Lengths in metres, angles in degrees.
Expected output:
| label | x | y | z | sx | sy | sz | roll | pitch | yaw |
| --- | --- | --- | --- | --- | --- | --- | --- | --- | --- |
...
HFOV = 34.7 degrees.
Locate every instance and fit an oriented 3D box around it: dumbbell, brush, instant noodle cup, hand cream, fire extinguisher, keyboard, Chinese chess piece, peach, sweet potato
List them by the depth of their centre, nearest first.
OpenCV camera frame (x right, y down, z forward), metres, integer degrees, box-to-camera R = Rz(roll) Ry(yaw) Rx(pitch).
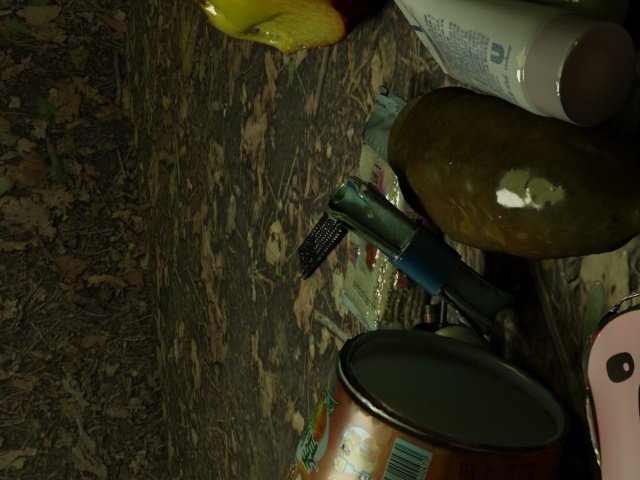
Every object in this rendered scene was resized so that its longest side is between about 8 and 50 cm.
| label | x | y | z | sx | sy | sz | roll | pitch | yaw |
| --- | --- | --- | --- | --- | --- | --- | --- | --- | --- |
| hand cream | 0.151 | -0.163 | 0.875 | 0.248 | 0.083 | 0.133 | 34 | 167 | 51 |
| sweet potato | 0.178 | -0.059 | 0.937 | 0.369 | 0.158 | 0.158 | -152 | 63 | -69 |
| instant noodle cup | 0.103 | 0.232 | 0.997 | 0.296 | 0.296 | 0.214 | -128 | 50 | -60 |
| brush | 0.195 | 0.015 | 1.082 | 0.019 | 0.021 | 0.083 | 135 | 131 | -60 |
| Chinese chess piece | 0.149 | 0.134 | 1.119 | 0.034 | 0.084 | 0.084 | -114 | 26 | -81 |
| dumbbell | 0.138 | 0.131 | 1.171 | 0.069 | 0.069 | 0.147 | -162 | 73 | -70 |
| fire extinguisher | 0.136 | 0.119 | 1.243 | 0.028 | 0.022 | 0.083 | -7 | 83 | 34 |
| peach | -0.053 | -0.372 | 1.396 | 0.338 | 0.281 | 0.281 | -56 | 38 | 44 |
| keyboard | 0.000 | 0.000 | 1.639 | 0.204 | 0.013 | 0.061 | 129 | 138 | -61 |

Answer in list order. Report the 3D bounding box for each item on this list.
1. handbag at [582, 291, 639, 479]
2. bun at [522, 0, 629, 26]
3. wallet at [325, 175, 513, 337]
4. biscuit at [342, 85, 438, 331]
| label | x | y | z | sx | sy | sz | roll | pitch | yaw |
| --- | --- | --- | --- | --- | --- | --- | --- | --- | --- |
| handbag | 0.276 | 0.121 | 0.713 | 0.179 | 0.116 | 0.205 | 144 | 122 | -68 |
| bun | 0.204 | -0.255 | 0.907 | 0.210 | 0.116 | 0.237 | -5 | 109 | 64 |
| wallet | 0.102 | 0.013 | 1.069 | 0.059 | 0.202 | 0.141 | -51 | 9 | 4 |
| biscuit | 0.091 | -0.023 | 1.291 | 0.186 | 0.079 | 0.309 | -129 | 41 | -58 |
